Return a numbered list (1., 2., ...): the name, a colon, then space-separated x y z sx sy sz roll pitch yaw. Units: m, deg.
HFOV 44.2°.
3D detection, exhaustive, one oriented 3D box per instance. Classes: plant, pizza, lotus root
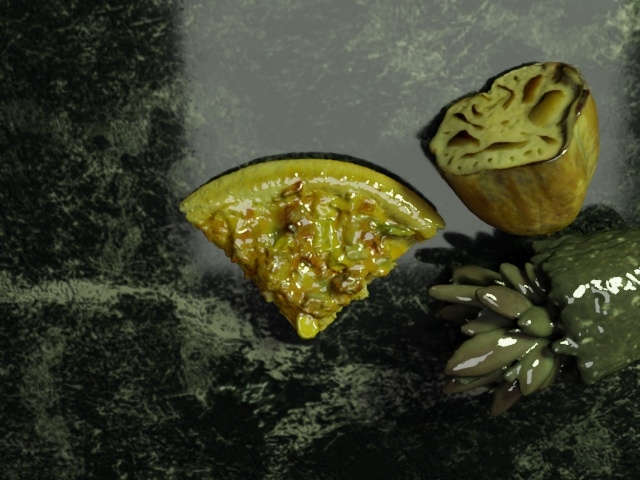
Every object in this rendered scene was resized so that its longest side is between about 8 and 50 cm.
1. plant: 0.299 0.102 1.029 0.320 0.182 0.194 -15 108 7
2. pizza: -0.013 -0.032 1.060 0.258 0.087 0.268 -43 96 7
3. lotus root: 0.266 -0.103 1.008 0.188 0.199 0.180 -1 142 38
